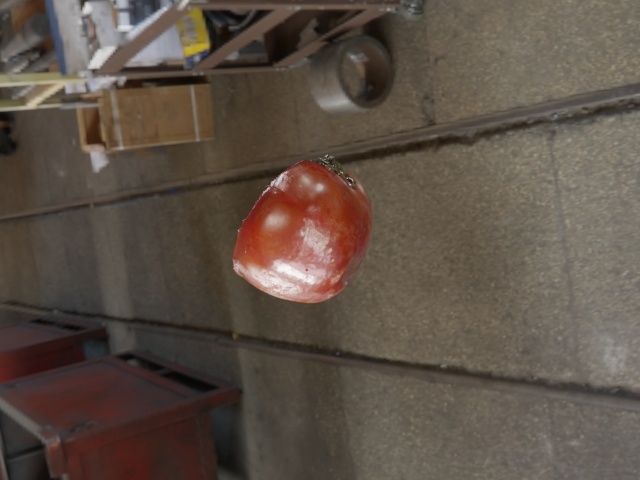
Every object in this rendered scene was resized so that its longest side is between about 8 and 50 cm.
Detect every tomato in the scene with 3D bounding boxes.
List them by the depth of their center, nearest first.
[{"bbox_3d":[0.000,0.000,0.763,0.091,0.159,0.139,38,102,16],"label":"tomato"}]
